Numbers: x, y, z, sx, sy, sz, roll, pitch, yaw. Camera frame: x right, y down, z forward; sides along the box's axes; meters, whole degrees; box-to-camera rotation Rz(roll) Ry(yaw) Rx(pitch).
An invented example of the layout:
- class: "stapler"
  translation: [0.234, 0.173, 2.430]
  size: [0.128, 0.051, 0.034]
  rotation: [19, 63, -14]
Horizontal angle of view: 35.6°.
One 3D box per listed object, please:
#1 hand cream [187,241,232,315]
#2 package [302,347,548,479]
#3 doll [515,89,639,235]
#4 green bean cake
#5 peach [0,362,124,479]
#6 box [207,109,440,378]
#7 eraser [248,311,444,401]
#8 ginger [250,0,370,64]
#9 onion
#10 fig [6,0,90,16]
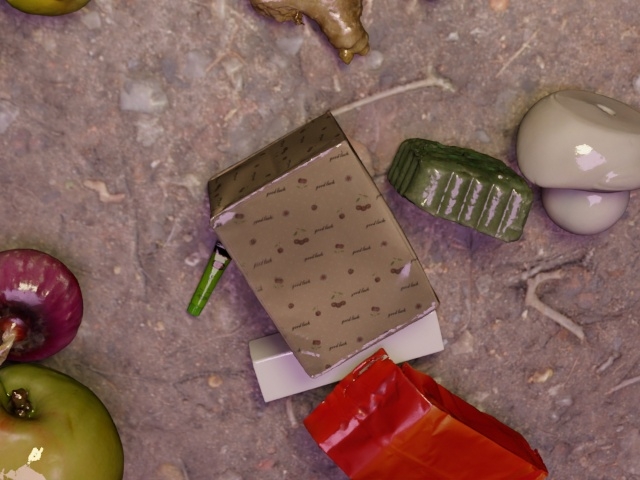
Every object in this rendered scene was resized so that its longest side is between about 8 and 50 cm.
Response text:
- class: "hand cream"
  translation: [-0.172, 0.061, 1.549]
  size: [0.036, 0.023, 0.122]
  rotation: [25, 102, -13]
- class: "package"
  translation: [0.186, 0.343, 1.620]
  size: [0.423, 0.123, 0.196]
  rotation: [36, 103, -32]
- class: "doll"
  translation: [0.388, -0.105, 1.485]
  size: [0.251, 0.221, 0.221]
  rotation: [-7, 116, -42]
- class: "green bean cake"
  translation: [0.202, -0.081, 1.463]
  size: [0.185, 0.183, 0.094]
  rotation: [14, 107, -11]
- class: "peach"
  translation: [-0.435, 0.335, 1.476]
  size: [0.281, 0.314, 0.316]
  rotation: [-16, 118, -19]
- class: "box"
  translation: [0.000, 0.000, 1.463]
  size: [0.225, 0.190, 0.297]
  rotation: [-30, 114, 3]
- class: "eraser"
  translation: [0.040, 0.169, 1.593]
  size: [0.298, 0.076, 0.078]
  rotation: [-15, 113, -2]
- class: "ginger"
  translation: [-0.004, -0.348, 1.388]
  size: [0.213, 0.074, 0.137]
  rotation: [28, 102, -12]
- class: "onion"
  translation: [-0.436, 0.096, 1.457]
  size: [0.177, 0.153, 0.177]
  rotation: [-2, 99, -13]
- class: "fig"
  translation: [-0.361, -0.362, 1.309]
  size: [0.153, 0.121, 0.136]
  rotation: [21, 114, 9]
